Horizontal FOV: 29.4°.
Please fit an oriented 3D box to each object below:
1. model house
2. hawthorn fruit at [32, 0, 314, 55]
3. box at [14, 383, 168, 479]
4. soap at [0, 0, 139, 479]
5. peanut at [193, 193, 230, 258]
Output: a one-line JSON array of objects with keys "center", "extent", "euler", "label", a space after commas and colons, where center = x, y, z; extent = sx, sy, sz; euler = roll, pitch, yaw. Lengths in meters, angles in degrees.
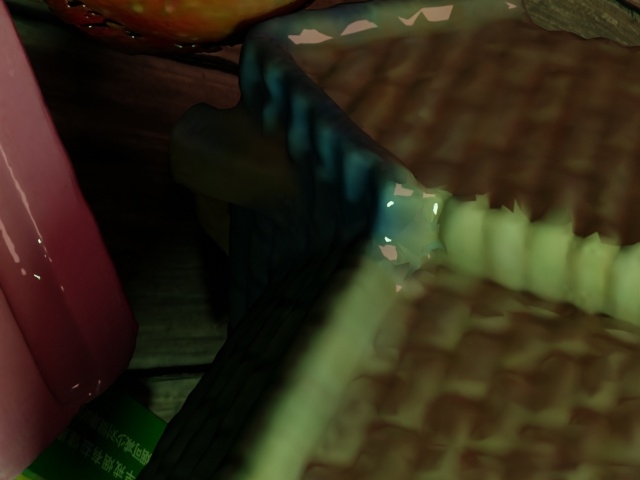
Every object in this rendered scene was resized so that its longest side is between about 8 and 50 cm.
[{"center": [0.061, 0.110, 0.766], "extent": [0.395, 0.400, 0.445], "euler": [100, 12, -47], "label": "model house"}, {"center": [-0.084, -0.273, 0.757], "extent": [0.316, 0.316, 0.316], "euler": [10, 78, -56], "label": "hawthorn fruit"}, {"center": [-0.176, 0.203, 0.797], "extent": [0.132, 0.034, 0.235], "euler": [47, 49, -44], "label": "box"}, {"center": [-0.252, -0.033, 0.626], "extent": [0.233, 0.128, 0.359], "euler": [-46, 124, -50], "label": "soap"}, {"center": [0.000, 0.000, 1.002], "extent": [0.122, 0.137, 0.253], "euler": [-43, 134, 3], "label": "peanut"}]
